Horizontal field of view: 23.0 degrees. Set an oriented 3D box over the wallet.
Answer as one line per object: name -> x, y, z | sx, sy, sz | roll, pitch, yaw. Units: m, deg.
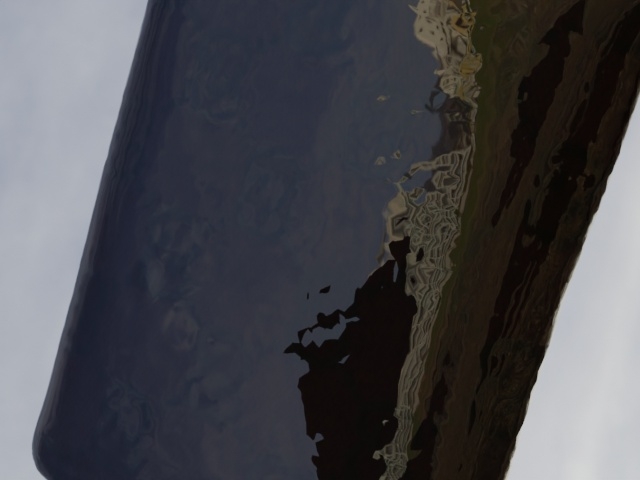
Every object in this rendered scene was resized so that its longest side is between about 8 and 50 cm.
wallet -> 0.000, 0.000, 0.520 | 0.049, 0.182, 0.229 | 14, -87, -63
